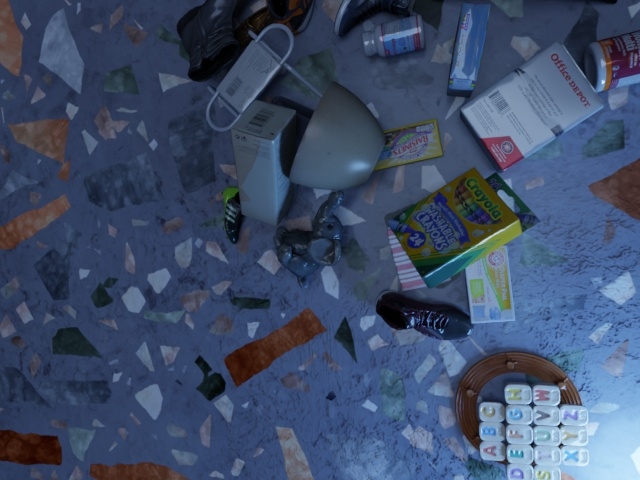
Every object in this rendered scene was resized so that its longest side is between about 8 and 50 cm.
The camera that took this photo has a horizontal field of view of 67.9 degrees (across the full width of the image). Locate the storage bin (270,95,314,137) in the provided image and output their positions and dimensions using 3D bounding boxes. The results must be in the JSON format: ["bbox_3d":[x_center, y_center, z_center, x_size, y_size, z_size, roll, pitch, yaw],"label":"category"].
[{"bbox_3d":[-0.078,-0.329,1.326,0.135,0.091,0.098,19,112,-21],"label":"storage bin"}]

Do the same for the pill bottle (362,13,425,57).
[{"bbox_3d":[0.199,-0.547,1.286,0.160,0.087,0.087,-8,94,16],"label":"pill bottle"}]

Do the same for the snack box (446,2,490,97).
[{"bbox_3d":[0.365,-0.465,1.189,0.070,0.207,0.174,10,97,13],"label":"snack box"}]

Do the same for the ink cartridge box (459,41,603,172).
[{"bbox_3d":[0.525,-0.329,1.210,0.273,0.114,0.197,-34,86,16],"label":"ink cartridge box"}]

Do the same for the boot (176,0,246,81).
[{"bbox_3d":[-0.262,-0.614,1.342,0.338,0.118,0.222,-38,58,27],"label":"boot"}]

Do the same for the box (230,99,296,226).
[{"bbox_3d":[-0.145,-0.202,1.296,0.121,0.148,0.311,19,140,13],"label":"box"}]

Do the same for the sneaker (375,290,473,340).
[{"bbox_3d":[0.277,0.225,1.303,0.281,0.162,0.106,13,99,13],"label":"sneaker"}]

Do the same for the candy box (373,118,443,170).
[{"bbox_3d":[0.233,-0.266,1.337,0.206,0.027,0.105,-11,95,16],"label":"candy box"}]

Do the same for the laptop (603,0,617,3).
[{"bbox_3d":[0.536,-0.809,1.211,0.408,0.236,0.381,13,99,42],"label":"laptop"}]

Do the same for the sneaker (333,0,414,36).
[{"bbox_3d":[0.153,-0.626,1.291,0.163,0.086,0.226,40,102,10],"label":"sneaker"}]

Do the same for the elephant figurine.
[{"bbox_3d":[0.000,0.000,1.352,0.239,0.186,0.169,-21,58,17],"label":"elephant figurine"}]

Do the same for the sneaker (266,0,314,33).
[{"bbox_3d":[-0.056,-0.740,1.284,0.125,0.180,0.321,16,99,12],"label":"sneaker"}]

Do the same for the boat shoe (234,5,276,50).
[{"bbox_3d":[-0.208,-0.625,1.396,0.178,0.060,0.064,-33,87,15],"label":"boat shoe"}]

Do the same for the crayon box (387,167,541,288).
[{"bbox_3d":[0.363,-0.048,1.231,0.323,0.083,0.203,-33,52,8],"label":"crayon box"}]

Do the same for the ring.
[{"bbox_3d":[0.550,0.477,1.327,0.337,0.032,0.336,1,96,13],"label":"ring"}]

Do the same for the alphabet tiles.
[{"bbox_3d":[0.579,0.528,1.298,0.278,0.021,0.284,-2,95,15],"label":"alphabet tiles"}]

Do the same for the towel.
[{"bbox_3d":[0.280,0.039,1.356,0.144,0.029,0.197,-14,92,13],"label":"towel"}]

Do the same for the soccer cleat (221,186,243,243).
[{"bbox_3d":[-0.262,-0.078,1.467,0.072,0.060,0.178,-4,92,13],"label":"soccer cleat"}]

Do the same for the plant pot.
[{"bbox_3d":[0.062,-0.249,1.265,0.191,0.284,0.284,24,101,0],"label":"plant pot"}]

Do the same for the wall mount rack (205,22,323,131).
[{"bbox_3d":[-0.152,-0.422,1.375,0.304,0.130,0.350,45,104,10],"label":"wall mount rack"}]

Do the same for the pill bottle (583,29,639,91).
[{"bbox_3d":[0.764,-0.440,1.135,0.221,0.121,0.121,-11,93,15],"label":"pill bottle"}]

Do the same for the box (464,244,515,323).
[{"bbox_3d":[0.449,0.109,1.278,0.114,0.103,0.203,-7,94,16],"label":"box"}]
